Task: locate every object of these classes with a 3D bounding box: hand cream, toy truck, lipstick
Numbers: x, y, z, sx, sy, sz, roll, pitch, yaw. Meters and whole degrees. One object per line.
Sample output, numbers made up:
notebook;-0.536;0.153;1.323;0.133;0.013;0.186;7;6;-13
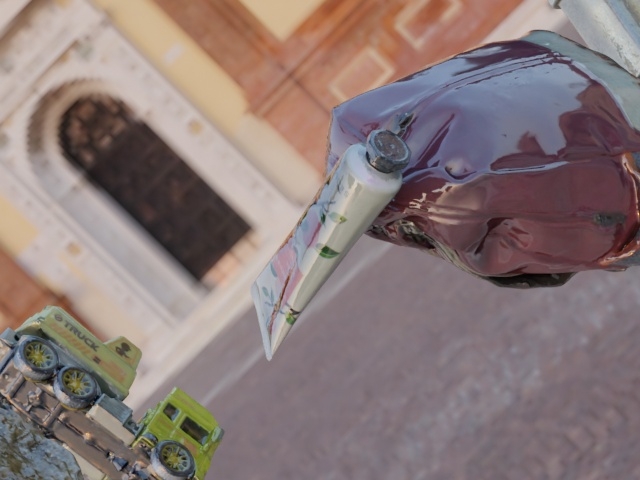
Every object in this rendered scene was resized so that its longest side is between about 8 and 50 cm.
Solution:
hand cream;0.000;0.000;1.347;0.234;0.050;0.080;-54;37;40
toy truck;-0.237;0.182;1.874;0.124;0.272;0.157;-50;4;37
lipstick;0.272;-0.264;1.730;0.077;0.253;0.079;-13;-27;-36

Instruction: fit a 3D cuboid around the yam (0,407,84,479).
yam;-0.225;0.230;1.076;0.129;0.128;0.238;-13;-61;-64

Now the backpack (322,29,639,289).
backpack;0.159;-0.059;1.457;0.317;0.197;0.283;-13;28;-34
